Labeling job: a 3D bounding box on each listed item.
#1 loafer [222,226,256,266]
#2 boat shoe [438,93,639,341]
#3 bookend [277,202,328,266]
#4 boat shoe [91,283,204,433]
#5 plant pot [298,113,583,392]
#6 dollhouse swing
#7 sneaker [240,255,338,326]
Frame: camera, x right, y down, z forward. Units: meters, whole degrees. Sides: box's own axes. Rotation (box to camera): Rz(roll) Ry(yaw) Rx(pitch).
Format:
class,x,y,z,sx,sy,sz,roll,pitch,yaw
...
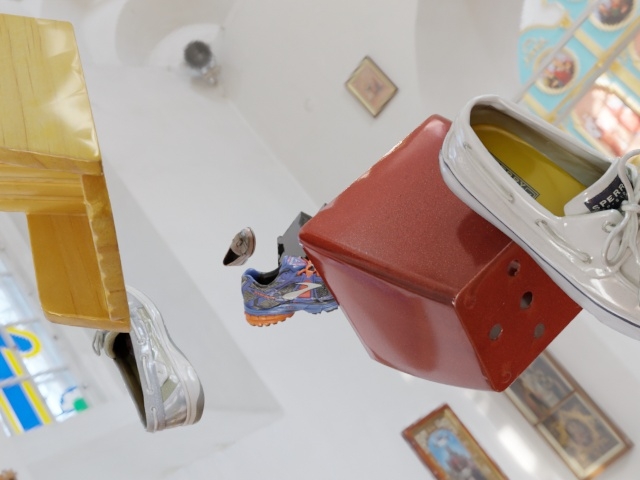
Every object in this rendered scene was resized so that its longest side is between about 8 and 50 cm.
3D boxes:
class,x,y,z,sx,sy,sz,roll,pitch,yaw
loafer,-0.151,0.018,1.455,0.039,0.045,0.125,-19,-19,-26
boat shoe,0.288,-0.033,0.802,0.136,0.367,0.156,-45,-14,-15
bookend,0.000,0.000,1.288,0.072,0.157,0.156,27,-63,-21
boat shoe,-0.307,0.184,1.294,0.103,0.320,0.118,-10,-45,-40
plant pot,0.181,0.035,1.017,0.267,0.235,0.267,-42,-55,-15
dollhouse swing,-0.420,-0.059,0.966,0.304,0.315,0.347,-11,-34,-16
sneaker,-0.023,0.060,1.150,0.221,0.087,0.083,-17,17,14
